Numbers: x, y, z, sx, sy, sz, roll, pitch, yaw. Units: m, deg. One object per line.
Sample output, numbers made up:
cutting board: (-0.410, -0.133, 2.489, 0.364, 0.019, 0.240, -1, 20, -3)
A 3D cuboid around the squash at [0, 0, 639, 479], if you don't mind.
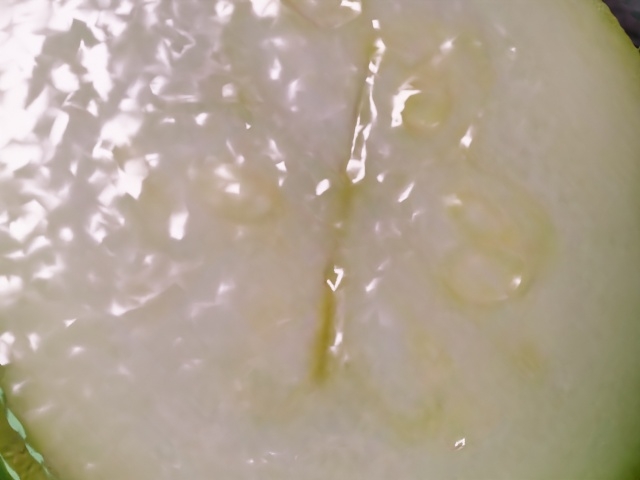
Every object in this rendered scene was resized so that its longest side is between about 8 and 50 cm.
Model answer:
squash: (0.002, -0.002, 0.447, 0.219, 0.219, 0.041, 34, 152, -12)
